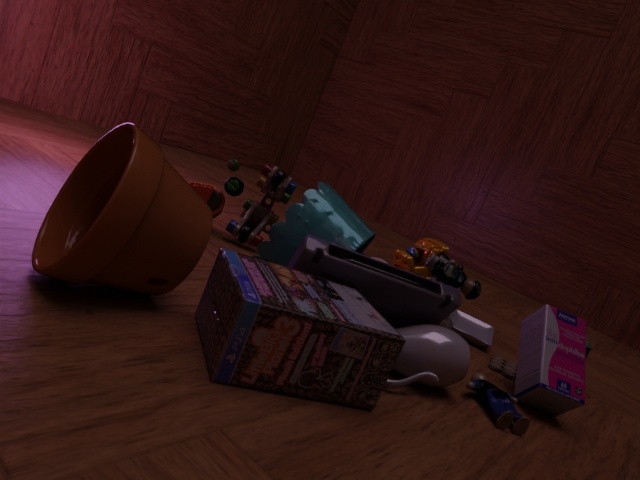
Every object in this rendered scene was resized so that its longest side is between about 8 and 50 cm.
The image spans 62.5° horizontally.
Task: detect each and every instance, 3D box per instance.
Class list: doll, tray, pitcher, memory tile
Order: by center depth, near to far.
[{"bbox_3d":[0.194,0.244,1.068,0.207,0.125,0.177,11,32,-5],"label":"pitcher"},{"bbox_3d":[0.366,0.333,1.122,0.129,0.046,0.189,22,11,-9],"label":"doll"},{"bbox_3d":[0.517,0.352,1.443,0.113,0.012,0.148,27,12,22],"label":"memory tile"},{"bbox_3d":[0.474,0.280,1.671,0.145,0.030,0.270,25,11,18],"label":"tray"}]

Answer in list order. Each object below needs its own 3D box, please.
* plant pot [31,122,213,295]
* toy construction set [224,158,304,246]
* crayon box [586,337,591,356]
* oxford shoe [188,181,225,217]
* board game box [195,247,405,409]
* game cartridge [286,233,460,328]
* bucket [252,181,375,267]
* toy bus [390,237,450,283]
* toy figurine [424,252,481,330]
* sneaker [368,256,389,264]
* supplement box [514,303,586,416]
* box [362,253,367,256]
[{"bbox_3d":[-0.331,-0.032,0.936,0.204,0.290,0.291,35,1,-37],"label":"plant pot"},{"bbox_3d":[-0.141,-0.100,1.669,0.309,0.257,0.237,7,-2,1],"label":"toy construction set"},{"bbox_3d":[0.670,0.325,1.477,0.081,0.165,0.278,26,11,19],"label":"crayon box"},{"bbox_3d":[-0.478,-0.130,1.599,0.364,0.129,0.133,17,-18,-10],"label":"oxford shoe"},{"bbox_3d":[-0.045,0.149,0.917,0.291,0.141,0.232,18,11,-23],"label":"board game box"},{"bbox_3d":[0.086,0.125,1.135,0.355,0.230,0.068,20,49,-14],"label":"game cartridge"},{"bbox_3d":[-0.010,0.014,1.309,0.183,0.281,0.281,43,14,8],"label":"bucket"},{"bbox_3d":[0.298,0.094,1.759,0.212,0.220,0.149,11,11,-25],"label":"toy bus"},{"bbox_3d":[0.352,0.157,1.551,0.148,0.213,0.209,32,8,-1],"label":"toy figurine"},{"bbox_3d":[0.102,0.091,1.699,0.300,0.111,0.121,23,19,33],"label":"sneaker"},{"bbox_3d":[0.544,0.281,1.247,0.111,0.114,0.220,22,55,-2],"label":"supplement box"},{"bbox_3d":[0.132,0.077,1.906,0.088,0.058,0.232,18,12,-22],"label":"box"}]
